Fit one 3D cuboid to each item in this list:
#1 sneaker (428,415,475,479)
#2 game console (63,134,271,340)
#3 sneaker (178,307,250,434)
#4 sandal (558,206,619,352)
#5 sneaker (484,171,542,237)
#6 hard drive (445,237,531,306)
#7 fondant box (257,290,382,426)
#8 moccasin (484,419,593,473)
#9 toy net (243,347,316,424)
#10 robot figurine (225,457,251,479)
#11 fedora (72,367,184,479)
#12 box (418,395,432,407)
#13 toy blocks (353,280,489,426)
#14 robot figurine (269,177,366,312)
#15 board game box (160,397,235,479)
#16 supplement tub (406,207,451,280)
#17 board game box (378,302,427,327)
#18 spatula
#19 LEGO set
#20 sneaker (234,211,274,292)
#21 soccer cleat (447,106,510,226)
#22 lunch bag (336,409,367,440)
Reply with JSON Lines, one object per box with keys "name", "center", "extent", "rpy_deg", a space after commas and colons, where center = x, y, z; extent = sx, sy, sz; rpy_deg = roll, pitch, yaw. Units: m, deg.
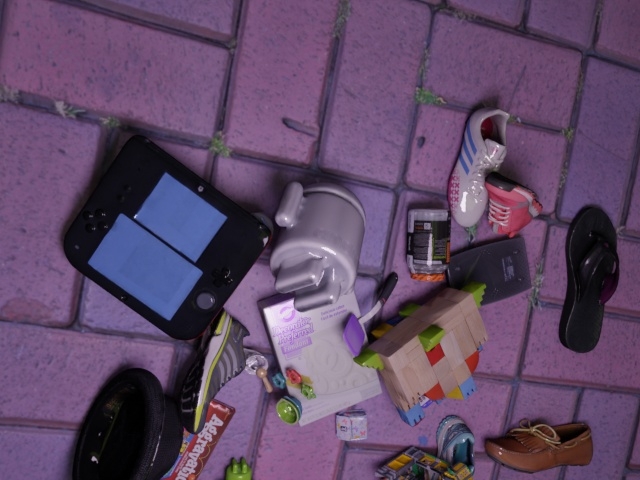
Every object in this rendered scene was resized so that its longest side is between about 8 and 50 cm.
{"name": "sneaker", "center": [0.379, 0.657, 1.485], "extent": [0.110, 0.122, 0.283], "rpy_deg": [3, 94, -15]}
{"name": "game console", "center": [-0.354, 0.006, 1.181], "extent": [0.386, 0.060, 0.342], "rpy_deg": [36, 102, -3]}
{"name": "sneaker", "center": [-0.243, 0.314, 1.246], "extent": [0.121, 0.111, 0.300], "rpy_deg": [31, 57, -27]}
{"name": "sandal", "center": [0.829, 0.124, 1.564], "extent": [0.167, 0.107, 0.446], "rpy_deg": [2, 95, -16]}
{"name": "sneaker", "center": [0.505, -0.080, 1.397], "extent": [0.314, 0.116, 0.136], "rpy_deg": [21, 104, -53]}
{"name": "hard drive", "center": [0.475, 0.093, 1.493], "extent": [0.254, 0.054, 0.172], "rpy_deg": [-15, 99, -13]}
{"name": "fondant box", "center": [-0.001, 0.281, 1.361], "extent": [0.238, 0.096, 0.330], "rpy_deg": [-19, 99, -13]}
{"name": "moccasin", "center": [0.657, 0.600, 1.547], "extent": [0.380, 0.139, 0.147], "rpy_deg": [5, 93, -16]}
{"name": "toy net", "center": [-0.122, 0.343, 1.289], "extent": [0.232, 0.045, 0.122], "rpy_deg": [38, 125, 18]}
{"name": "robot figurine", "center": [-0.214, 0.628, 1.349], "extent": [0.101, 0.067, 0.115], "rpy_deg": [5, 94, -18]}
{"name": "fedora", "center": [-0.423, 0.473, 1.207], "extent": [0.152, 0.334, 0.334], "rpy_deg": [30, 87, -46]}
{"name": "box", "center": [0.279, 0.411, 1.484], "extent": [0.081, 0.028, 0.136], "rpy_deg": [-35, 105, -11]}
{"name": "toy blocks", "center": [0.303, 0.312, 1.347], "extent": [0.381, 0.191, 0.261], "rpy_deg": [-32, 108, -21]}
{"name": "robot figurine", "center": [0.000, 0.000, 1.235], "extent": [0.200, 0.353, 0.300], "rpy_deg": [-17, 128, 28]}
{"name": "board game box", "center": [-0.349, 0.526, 1.325], "extent": [0.145, 0.027, 0.281], "rpy_deg": [30, 87, -17]}
{"name": "supplement tub", "center": [0.290, 0.009, 1.402], "extent": [0.117, 0.117, 0.190], "rpy_deg": [0, 95, -15]}
{"name": "board game box", "center": [0.272, 0.300, 1.439], "extent": [0.160, 0.047, 0.210], "rpy_deg": [-22, 92, -19]}
{"name": "spatula", "center": [0.138, 0.179, 1.349], "extent": [0.296, 0.030, 0.084], "rpy_deg": [-46, 118, -39]}
{"name": "LEGO set", "center": [0.267, 0.735, 1.392], "extent": [0.192, 0.255, 0.331], "rpy_deg": [-14, 112, -41]}
{"name": "sneaker", "center": [-0.213, 0.048, 1.273], "extent": [0.111, 0.129, 0.297], "rpy_deg": [44, 101, -8]}
{"name": "soccer cleat", "center": [0.430, -0.199, 1.406], "extent": [0.116, 0.143, 0.331], "rpy_deg": [7, 94, -16]}
{"name": "lunch bag", "center": [0.085, 0.508, 1.428], "extent": [0.083, 0.053, 0.071], "rpy_deg": [-1, 94, -6]}
